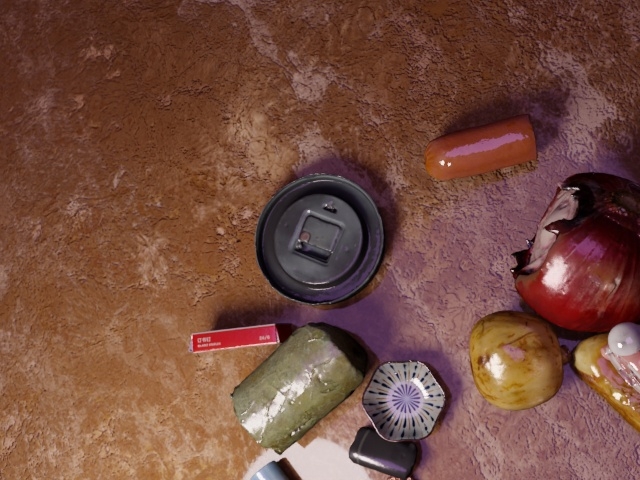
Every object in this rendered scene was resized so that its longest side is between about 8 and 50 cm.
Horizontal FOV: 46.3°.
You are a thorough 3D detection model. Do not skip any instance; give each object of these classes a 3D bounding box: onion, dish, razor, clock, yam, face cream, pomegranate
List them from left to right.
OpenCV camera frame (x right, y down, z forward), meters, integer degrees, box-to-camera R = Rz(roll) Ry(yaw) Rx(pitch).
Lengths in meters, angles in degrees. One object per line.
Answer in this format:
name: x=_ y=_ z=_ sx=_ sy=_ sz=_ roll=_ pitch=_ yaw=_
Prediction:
face cream: x=-0.059 y=0.626 z=1.712 sx=0.077 sy=0.077 sz=0.250 roll=-43 pitch=73 yaw=5
yam: x=-0.041 y=0.321 z=1.710 sx=0.300 sy=0.195 sz=0.195 roll=-42 pitch=71 yaw=6
clock: x=0.000 y=0.000 z=1.822 sx=0.325 sy=0.067 sz=0.325 roll=-3 pitch=79 yaw=15
razor: x=0.143 y=0.477 z=1.682 sx=0.148 sy=0.054 sz=0.090 roll=16 pitch=55 yaw=20
dish: x=0.192 y=0.361 z=1.697 sx=0.191 sy=0.066 sz=0.190 roll=-3 pitch=80 yaw=15
pomegranate: x=0.421 y=0.248 z=1.587 sx=0.215 sy=0.215 sz=0.215 roll=-3 pitch=79 yaw=16
onion: x=0.570 y=0.022 z=1.520 sx=0.341 sy=0.341 sz=0.341 roll=-3 pitch=79 yaw=16
clock: x=0.596 y=0.220 z=1.362 sx=0.093 sy=0.162 sz=0.166 roll=-39 pitch=71 yaw=4

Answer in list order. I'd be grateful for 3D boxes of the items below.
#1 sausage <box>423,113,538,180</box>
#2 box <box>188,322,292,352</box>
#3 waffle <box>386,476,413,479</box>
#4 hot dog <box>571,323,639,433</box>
sausage: x=0.367 y=-0.210 z=1.734 sx=0.259 sy=0.113 sz=0.113 roll=-14 pitch=76 yaw=13
box: x=-0.192 y=0.235 z=1.805 sx=0.229 sy=0.123 sz=0.050 roll=-8 pitch=82 yaw=14
waffle: x=0.177 y=0.562 z=1.681 sx=0.083 sy=0.029 sz=0.075 roll=-39 pitch=70 yaw=5
hot dog: x=0.715 y=0.304 z=1.490 sx=0.223 sy=0.185 sz=0.405 roll=-46 pitch=71 yaw=3
